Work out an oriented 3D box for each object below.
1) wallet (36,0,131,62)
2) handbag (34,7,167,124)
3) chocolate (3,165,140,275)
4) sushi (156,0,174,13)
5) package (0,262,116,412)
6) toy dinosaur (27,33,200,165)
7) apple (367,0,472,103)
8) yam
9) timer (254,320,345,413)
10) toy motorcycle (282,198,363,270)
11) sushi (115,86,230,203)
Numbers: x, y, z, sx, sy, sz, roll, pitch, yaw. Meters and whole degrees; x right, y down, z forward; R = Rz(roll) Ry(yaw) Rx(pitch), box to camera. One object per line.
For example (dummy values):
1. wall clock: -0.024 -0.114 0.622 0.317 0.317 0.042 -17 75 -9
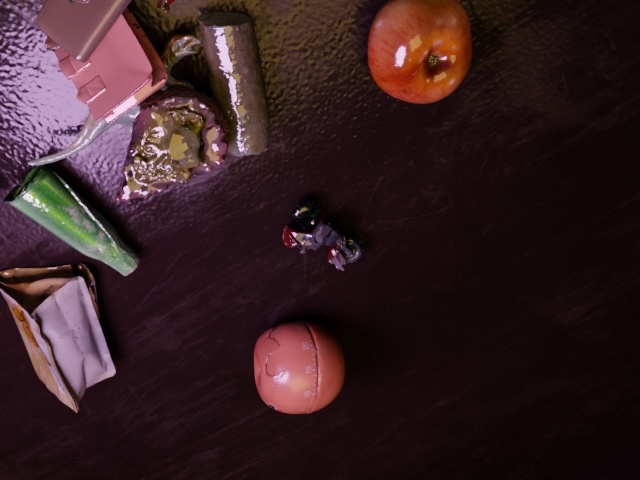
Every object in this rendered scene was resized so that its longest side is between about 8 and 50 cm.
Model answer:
1. wallet: -0.389 -0.385 0.937 0.118 0.039 0.152 41 104 3
2. handbag: -0.381 -0.329 0.991 0.157 0.059 0.212 -32 90 14
3. chocolate: -0.502 -0.029 1.205 0.110 0.110 0.291 -34 125 13
4. sushi: -0.220 -0.532 0.900 0.130 0.124 0.332 -5 124 -19
5. package: -0.595 0.208 1.335 0.165 0.221 0.311 -33 132 -37
6. toy dinosaur: -0.374 -0.238 1.089 0.393 0.092 0.205 -19 126 7
7. apple: 0.186 -0.358 1.062 0.210 0.164 0.209 -6 126 -9
8. yam: -0.156 -0.294 1.083 0.106 0.106 0.259 -9 125 -4
9. timer: -0.058 0.316 1.433 0.215 0.229 0.229 4 123 -16
10. toy motorcycle: 0.000 0.001 1.318 0.122 0.082 0.213 -42 119 16
11. sushi: -0.284 -0.180 1.034 0.241 0.107 0.161 -22 117 -2
